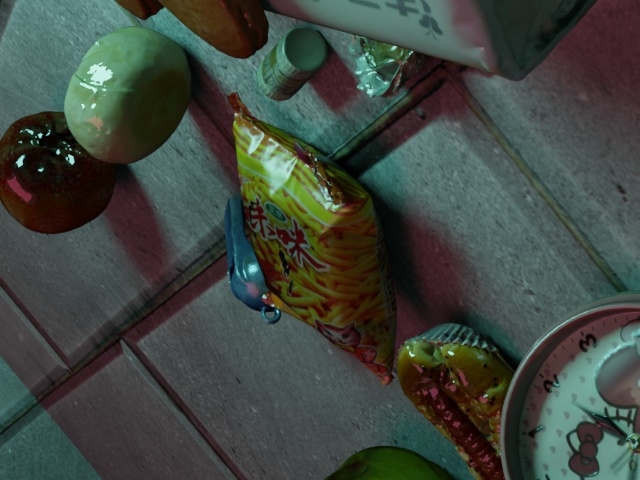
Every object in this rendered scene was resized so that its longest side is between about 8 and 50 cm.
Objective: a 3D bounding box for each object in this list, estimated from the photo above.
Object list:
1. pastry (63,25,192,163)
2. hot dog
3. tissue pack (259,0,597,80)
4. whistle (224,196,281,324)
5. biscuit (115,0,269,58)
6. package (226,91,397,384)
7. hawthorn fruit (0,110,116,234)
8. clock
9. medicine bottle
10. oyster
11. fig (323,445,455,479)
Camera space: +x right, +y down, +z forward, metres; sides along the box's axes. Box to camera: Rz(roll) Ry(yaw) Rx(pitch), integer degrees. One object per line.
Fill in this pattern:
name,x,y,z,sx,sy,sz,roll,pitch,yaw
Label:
pastry,-0.204,-0.155,1.558,0.092,0.156,0.156,29,149,27
hot dog,0.176,0.191,1.478,0.131,0.069,0.253,-20,112,44
tissue pack,-0.013,-0.316,0.920,0.405,0.205,0.332,23,149,44
whistle,-0.066,0.027,1.688,0.090,0.090,0.158,105,161,-62
biscuit,-0.126,-0.197,1.015,0.186,0.036,0.192,50,162,-18
package,-0.004,-0.004,1.493,0.223,0.108,0.288,36,146,40
hawthorn fruit,-0.356,-0.082,1.919,0.169,0.169,0.188,43,154,15
clock,0.257,0.161,1.157,0.244,0.244,0.056,34,-169,32
medicine bottle,-0.028,-0.167,1.358,0.047,0.047,0.083,51,156,-2
oyster,0.059,-0.169,1.238,0.100,0.037,0.098,58,145,37
fig,0.096,0.385,1.719,0.271,0.239,0.239,44,156,21
